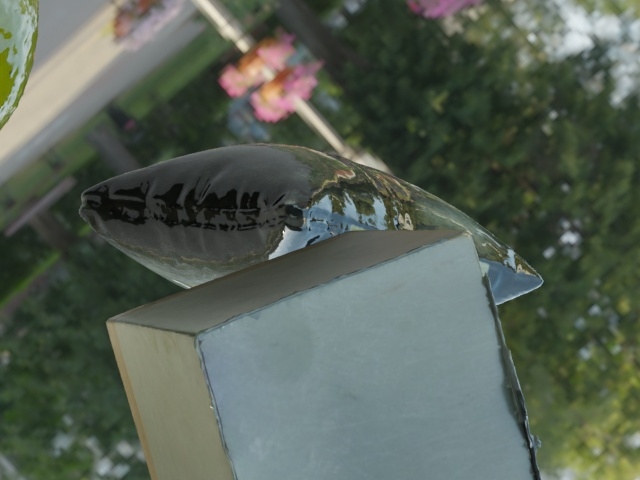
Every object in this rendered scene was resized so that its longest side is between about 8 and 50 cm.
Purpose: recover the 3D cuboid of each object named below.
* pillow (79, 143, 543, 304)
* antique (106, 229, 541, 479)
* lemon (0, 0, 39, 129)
[{"bbox_3d":[0.000,0.000,0.969,0.186,0.249,0.106,4,-96,42],"label":"pillow"},{"bbox_3d":[-0.001,0.085,0.719,0.146,0.152,0.148,-19,-170,-26],"label":"antique"},{"bbox_3d":[-0.239,-0.118,0.826,0.184,0.184,0.248,-45,-178,-29],"label":"lemon"}]
